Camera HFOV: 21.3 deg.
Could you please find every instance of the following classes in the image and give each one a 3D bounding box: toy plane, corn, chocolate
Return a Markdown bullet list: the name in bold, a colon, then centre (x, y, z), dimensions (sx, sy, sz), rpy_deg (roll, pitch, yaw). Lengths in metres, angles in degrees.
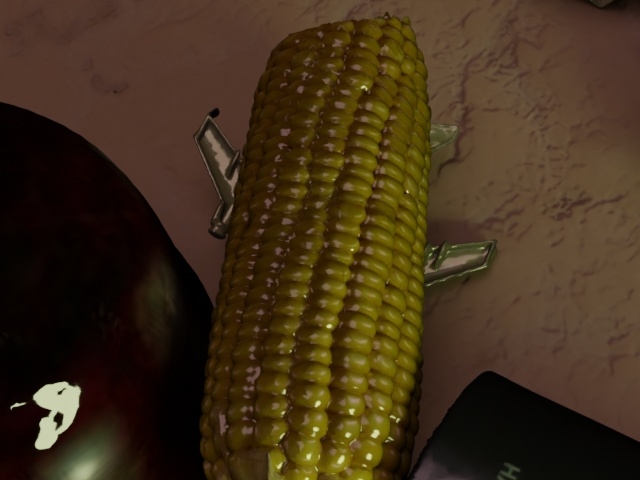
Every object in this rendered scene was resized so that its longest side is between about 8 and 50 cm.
- **toy plane**: centre (0.000, 0.000, 1.248), dimensions (0.242, 0.104, 0.256), rpy_deg (24, 62, 5)
- **corn**: centre (0.000, 0.017, 1.105), dimensions (0.144, 0.144, 0.387), rpy_deg (-3, 60, 9)
- **chocolate**: centre (-0.257, 0.081, 1.120), dimensions (0.384, 0.331, 0.383), rpy_deg (-5, 65, 11)

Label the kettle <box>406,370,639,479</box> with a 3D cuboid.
- **kettle**: centre (0.185, 0.246, 1.010), dimensions (0.308, 0.203, 0.262), rpy_deg (23, 42, 18)

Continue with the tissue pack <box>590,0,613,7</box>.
- **tissue pack**: centre (0.215, -0.251, 1.347), dimensions (0.085, 0.079, 0.111), rpy_deg (28, 70, -11)
